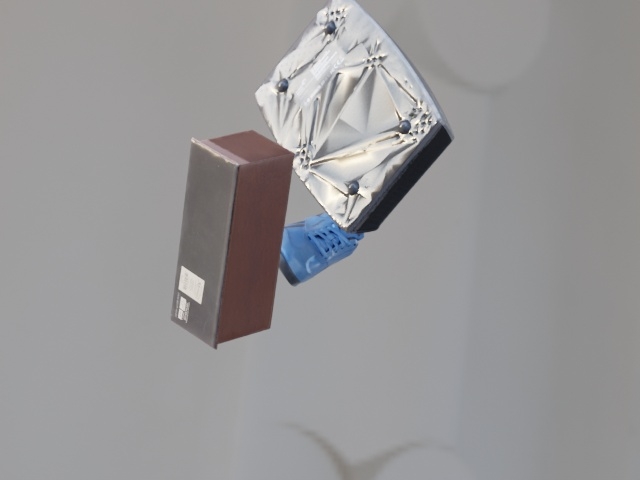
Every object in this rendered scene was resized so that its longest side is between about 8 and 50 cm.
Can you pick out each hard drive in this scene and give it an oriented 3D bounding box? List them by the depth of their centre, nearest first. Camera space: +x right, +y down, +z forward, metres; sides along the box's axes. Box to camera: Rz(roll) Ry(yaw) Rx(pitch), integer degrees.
[{"bbox_3d":[0.036,-0.133,1.953,0.054,0.172,0.255,24,23,-41],"label":"hard drive"}]

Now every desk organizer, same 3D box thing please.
[{"bbox_3d":[-0.057,-0.002,1.203,0.050,0.130,0.047,-15,33,-42],"label":"desk organizer"}]

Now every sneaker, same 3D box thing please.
[{"bbox_3d":[0.000,0.000,2.193,0.082,0.069,0.209,-26,1,17],"label":"sneaker"}]
